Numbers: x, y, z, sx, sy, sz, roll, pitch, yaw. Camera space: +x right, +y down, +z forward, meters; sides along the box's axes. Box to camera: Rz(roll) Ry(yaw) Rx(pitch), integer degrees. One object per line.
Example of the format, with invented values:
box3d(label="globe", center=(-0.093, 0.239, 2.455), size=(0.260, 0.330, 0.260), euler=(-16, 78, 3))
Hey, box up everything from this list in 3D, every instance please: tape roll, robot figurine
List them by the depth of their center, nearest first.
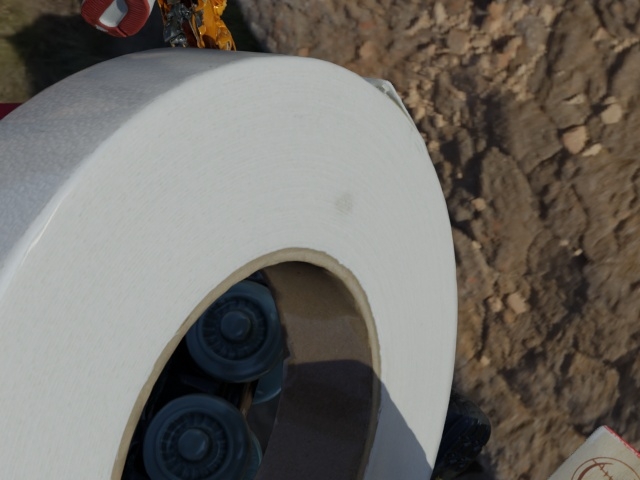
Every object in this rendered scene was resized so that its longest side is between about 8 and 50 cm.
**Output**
box3d(label="tape roll", center=(-0.050, 0.097, 0.466), size=(0.072, 0.392, 0.391), euler=(11, 103, 34))
box3d(label="robot figurine", center=(-0.168, -0.286, 1.330), size=(0.085, 0.211, 0.291), euler=(-20, 58, 6))

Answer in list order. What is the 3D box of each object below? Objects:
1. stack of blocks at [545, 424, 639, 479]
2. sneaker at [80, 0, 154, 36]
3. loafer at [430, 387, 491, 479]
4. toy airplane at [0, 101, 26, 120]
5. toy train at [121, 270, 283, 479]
box3d(label="stack of blocks", center=(0.049, 0.236, 0.397), size=(0.297, 0.171, 0.087), euler=(-39, 58, -15))
box3d(label="sneaker", center=(-0.162, -0.304, 0.917), size=(0.221, 0.087, 0.128), euler=(-19, 54, 42))
box3d(label="loafer", center=(0.102, 0.267, 1.065), size=(0.223, 0.076, 0.078), euler=(-49, 39, 4))
box3d(label="toy airplane", center=(-0.170, -0.066, 0.425), size=(0.151, 0.028, 0.151), euler=(4, 112, 10))
box3d(label="toy train", center=(-0.139, 0.145, 0.693), size=(0.190, 0.142, 0.333), euler=(16, 73, 6))
